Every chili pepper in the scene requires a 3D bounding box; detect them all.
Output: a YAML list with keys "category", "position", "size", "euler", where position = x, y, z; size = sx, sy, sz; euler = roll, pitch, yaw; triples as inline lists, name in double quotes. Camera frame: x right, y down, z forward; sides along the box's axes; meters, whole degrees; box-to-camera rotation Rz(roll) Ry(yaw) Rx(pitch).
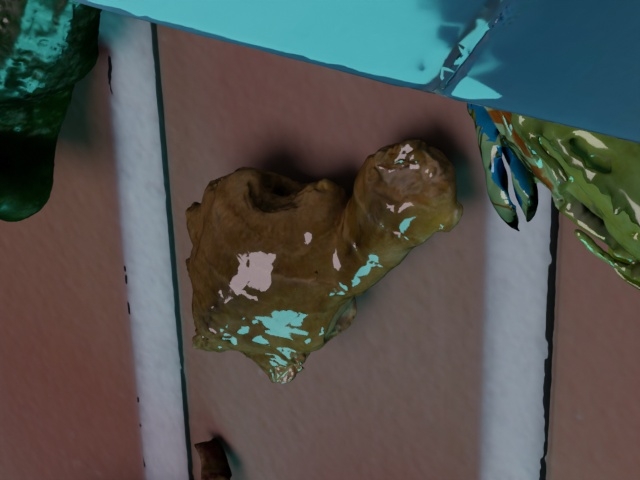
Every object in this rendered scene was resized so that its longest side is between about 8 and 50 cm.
- category: "chili pepper"
  position: [-0.155, -0.108, 0.932]
  size: [0.136, 0.099, 0.270]
  euler: [29, 129, 8]

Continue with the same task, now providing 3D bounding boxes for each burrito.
- category: "burrito"
  position: [0.061, -0.071, 0.792]
  size: [0.288, 0.054, 0.104]
  euler: [45, 164, 23]

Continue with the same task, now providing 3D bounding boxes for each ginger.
- category: "ginger"
  position: [-0.006, -0.006, 0.910]
  size: [0.096, 0.067, 0.165]
  euler: [47, 124, 2]

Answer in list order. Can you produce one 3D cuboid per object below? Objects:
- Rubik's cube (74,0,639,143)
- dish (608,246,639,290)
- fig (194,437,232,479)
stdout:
- category: "Rubik's cube"
  position: [0.055, -0.192, 0.555]
  size: [0.231, 0.221, 0.224]
  euler: [12, 140, -22]
- category: "dish"
  position: [0.183, 0.007, 0.780]
  size: [0.137, 0.039, 0.091]
  euler: [41, 136, 13]
- category: "fig"
  position: [-0.102, 0.237, 1.097]
  size: [0.202, 0.148, 0.149]
  euler: [-25, 129, 24]
